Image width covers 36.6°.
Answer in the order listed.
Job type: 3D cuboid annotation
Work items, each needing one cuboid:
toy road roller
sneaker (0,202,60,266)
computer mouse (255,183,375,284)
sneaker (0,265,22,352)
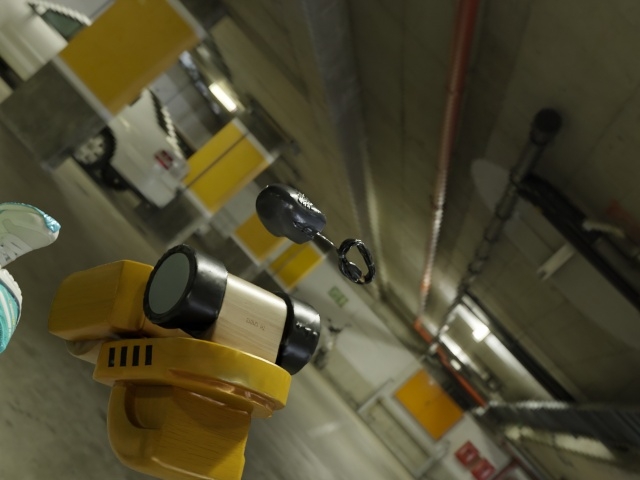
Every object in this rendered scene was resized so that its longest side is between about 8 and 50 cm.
[{"bbox_3d":[-0.178,0.158,1.130,0.202,0.240,0.330,29,-26,-37],"label":"toy road roller"},{"bbox_3d":[-0.467,0.010,1.380,0.087,0.229,0.092,48,39,-46],"label":"sneaker"},{"bbox_3d":[0.000,0.000,1.349,0.242,0.071,0.041,36,13,-35],"label":"computer mouse"},{"bbox_3d":[-0.476,0.046,1.244,0.110,0.107,0.275,-93,160,-43],"label":"sneaker"}]
